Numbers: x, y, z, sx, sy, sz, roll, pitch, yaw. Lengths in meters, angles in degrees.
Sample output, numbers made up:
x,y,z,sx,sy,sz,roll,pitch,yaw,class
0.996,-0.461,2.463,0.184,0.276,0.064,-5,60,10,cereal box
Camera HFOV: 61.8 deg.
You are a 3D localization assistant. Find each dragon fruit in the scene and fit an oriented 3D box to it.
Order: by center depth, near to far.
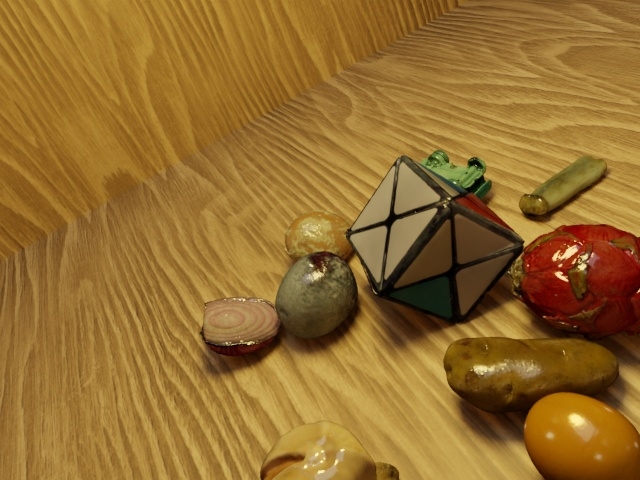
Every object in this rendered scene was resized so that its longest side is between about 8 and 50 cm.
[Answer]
x,y,z,sx,sy,sz,roll,pitch,yaw,class
0.619,0.092,1.232,0.342,0.277,0.277,10,44,8,dragon fruit

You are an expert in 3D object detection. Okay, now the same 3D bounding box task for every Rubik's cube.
x,y,z,sx,sy,sz,roll,pitch,yaw,class
0.296,0.003,1.443,0.310,0.305,0.307,-55,32,20,Rubik's cube

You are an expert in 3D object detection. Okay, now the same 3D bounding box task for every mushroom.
x,y,z,sx,sy,sz,roll,pitch,yaw,class
0.750,-0.166,1.657,0.312,0.081,0.100,-31,40,-16,mushroom

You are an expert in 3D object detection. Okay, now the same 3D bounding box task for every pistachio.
x,y,z,sx,sy,sz,roll,pitch,yaw,class
-0.014,0.500,1.097,0.230,0.309,0.230,16,36,-13,pistachio

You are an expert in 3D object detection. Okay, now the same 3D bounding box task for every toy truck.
x,y,z,sx,sy,sz,roll,pitch,yaw,class
0.431,-0.196,1.807,0.155,0.156,0.279,-42,40,-22,toy truck

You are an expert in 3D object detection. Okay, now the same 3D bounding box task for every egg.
x,y,z,sx,sy,sz,roll,pitch,yaw,class
0.000,0.000,1.772,0.245,0.203,0.203,-6,33,-15,egg

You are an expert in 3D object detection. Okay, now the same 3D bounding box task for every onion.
x,y,z,sx,sy,sz,roll,pitch,yaw,class
-0.240,0.281,1.652,0.247,0.111,0.250,-2,25,-7,onion

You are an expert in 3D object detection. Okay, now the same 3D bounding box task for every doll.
x,y,z,sx,sy,sz,roll,pitch,yaw,class
0.477,0.410,1.002,0.213,0.213,0.236,17,64,42,doll

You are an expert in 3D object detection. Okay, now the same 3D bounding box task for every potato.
x,y,z,sx,sy,sz,roll,pitch,yaw,class
0.462,0.290,1.183,0.369,0.195,0.176,-5,63,11,potato

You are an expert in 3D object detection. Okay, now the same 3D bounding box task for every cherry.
x,y,z,sx,sy,sz,roll,pitch,yaw,class
-0.011,0.157,1.554,0.255,0.296,0.218,-32,65,-16,cherry

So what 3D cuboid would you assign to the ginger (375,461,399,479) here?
x,y,z,sx,sy,sz,roll,pitch,yaw,class
0.158,0.552,1.043,0.148,0.081,0.333,17,14,4,ginger
